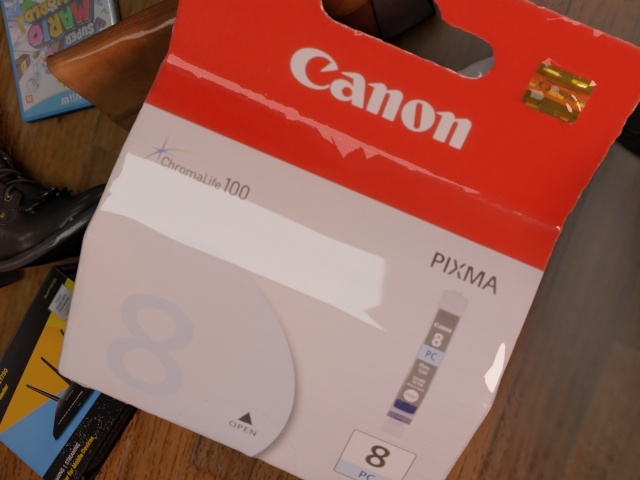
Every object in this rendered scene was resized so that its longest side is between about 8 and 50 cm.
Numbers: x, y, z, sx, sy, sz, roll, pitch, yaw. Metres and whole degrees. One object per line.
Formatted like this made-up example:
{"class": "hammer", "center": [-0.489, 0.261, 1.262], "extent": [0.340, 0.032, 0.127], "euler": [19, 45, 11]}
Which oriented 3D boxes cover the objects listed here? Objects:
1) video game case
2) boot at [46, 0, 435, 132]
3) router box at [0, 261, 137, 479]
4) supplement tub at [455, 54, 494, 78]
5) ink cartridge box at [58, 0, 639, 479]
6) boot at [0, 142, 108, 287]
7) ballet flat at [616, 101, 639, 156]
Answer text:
{"class": "video game case", "center": [-0.243, -0.205, 0.763], "extent": [0.119, 0.015, 0.166], "euler": [-10, 91, 18]}
{"class": "boot", "center": [-0.084, -0.195, 0.598], "extent": [0.280, 0.264, 0.096], "euler": [-21, 68, 17]}
{"class": "router box", "center": [-0.235, 0.131, 0.766], "extent": [0.133, 0.046, 0.179], "euler": [36, 103, 12]}
{"class": "supplement tub", "center": [0.142, -0.084, 0.621], "extent": [0.071, 0.071, 0.107], "euler": [-21, 88, 18]}
{"class": "ink cartridge box", "center": [0.000, 0.000, 0.561], "extent": [0.308, 0.091, 0.385], "euler": [23, 125, 2]}
{"class": "boot", "center": [-0.314, -0.077, 0.754], "extent": [0.262, 0.091, 0.229], "euler": [-20, 88, 20]}
{"class": "ballet flat", "center": [0.287, -0.075, 0.597], "extent": [0.173, 0.049, 0.057], "euler": [25, 145, 15]}
